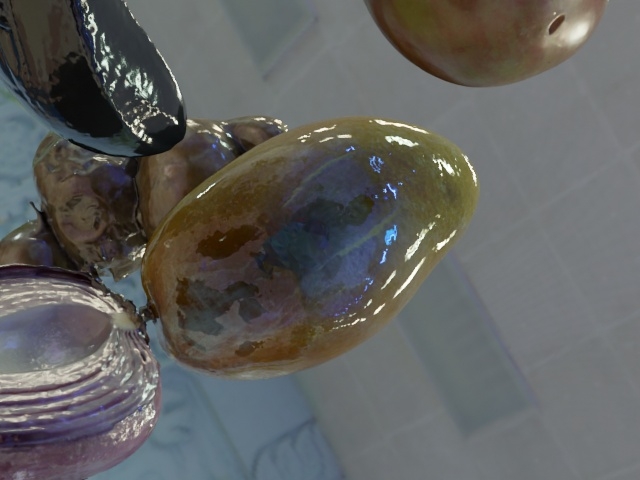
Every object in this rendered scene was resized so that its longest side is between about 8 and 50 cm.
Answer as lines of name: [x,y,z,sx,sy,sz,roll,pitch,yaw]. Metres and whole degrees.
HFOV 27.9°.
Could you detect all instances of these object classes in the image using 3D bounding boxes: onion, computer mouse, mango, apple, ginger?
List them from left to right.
onion: [-0.273,0.123,1.018,0.227,0.284,0.120,51,-42,50]
computer mouse: [-0.201,-0.143,1.005,0.138,0.086,0.269,15,-29,33]
ginger: [-0.193,-0.036,1.436,0.176,0.375,0.256,54,26,-52]
mango: [0.000,0.000,1.269,0.221,0.384,0.199,62,-21,10]
apple: [0.115,-0.203,0.901,0.188,0.188,0.174,23,-40,43]
